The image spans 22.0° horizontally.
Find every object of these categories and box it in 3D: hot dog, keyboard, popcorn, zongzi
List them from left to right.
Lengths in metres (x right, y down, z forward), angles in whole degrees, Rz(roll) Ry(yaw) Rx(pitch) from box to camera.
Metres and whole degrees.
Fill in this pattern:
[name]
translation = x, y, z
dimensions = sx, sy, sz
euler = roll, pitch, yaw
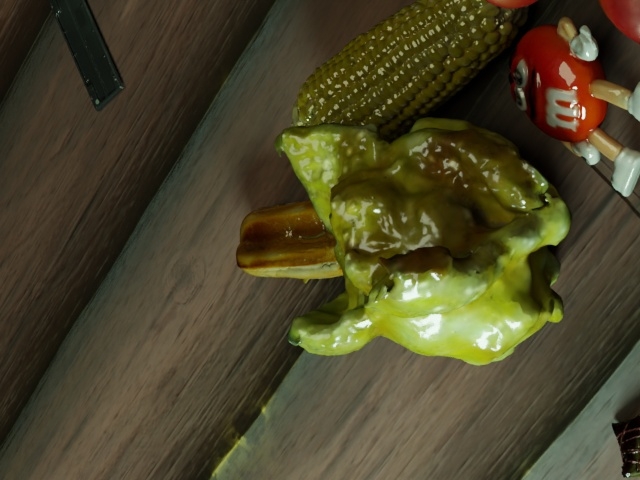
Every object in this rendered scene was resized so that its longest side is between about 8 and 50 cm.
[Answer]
[keyboard]
translation = -0.339, -0.286, 2.360
dimensions = 0.067, 0.011, 0.202
euler = -36, 70, 33
[hot dog]
translation = 0.000, 0.000, 2.061
dimensions = 0.250, 0.076, 0.104
euler = -8, 68, 36
[popcorn]
translation = 0.109, 0.015, 1.835
dimensions = 0.325, 0.290, 0.321
euler = -52, 42, 4
[zongzi]
translation = 0.352, 0.212, 1.791
dimensions = 0.073, 0.067, 0.083
euler = -53, 44, 36

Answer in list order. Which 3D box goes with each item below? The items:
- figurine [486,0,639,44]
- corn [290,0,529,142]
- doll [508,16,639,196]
[figurine]
translation = 0.294, -0.370, 1.698
dimensions = 0.211, 0.270, 0.261
euler = -104, 30, -51
[corn]
translation = 0.096, -0.199, 1.933
dimensions = 0.347, 0.130, 0.130
euler = -33, 72, 31
[doll]
translation = 0.275, -0.164, 1.790
dimensions = 0.217, 0.085, 0.183
euler = 46, 149, 34
